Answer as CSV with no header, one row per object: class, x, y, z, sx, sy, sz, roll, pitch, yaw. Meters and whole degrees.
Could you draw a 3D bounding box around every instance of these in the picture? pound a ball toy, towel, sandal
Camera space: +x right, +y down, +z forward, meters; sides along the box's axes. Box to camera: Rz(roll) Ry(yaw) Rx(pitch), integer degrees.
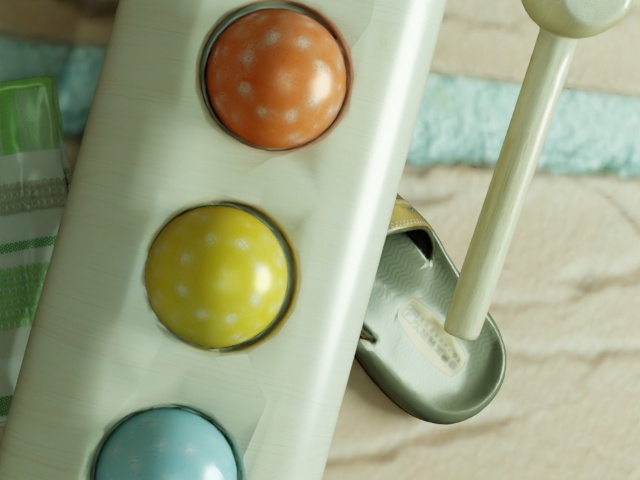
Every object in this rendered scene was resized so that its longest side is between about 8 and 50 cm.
pound a ball toy,0.000,0.000,0.648,0.208,0.136,0.319,16,90,-8
towel,-0.155,0.011,0.691,0.113,0.023,0.152,-13,103,-25
sandal,0.019,0.015,0.755,0.090,0.060,0.219,-48,114,-12
